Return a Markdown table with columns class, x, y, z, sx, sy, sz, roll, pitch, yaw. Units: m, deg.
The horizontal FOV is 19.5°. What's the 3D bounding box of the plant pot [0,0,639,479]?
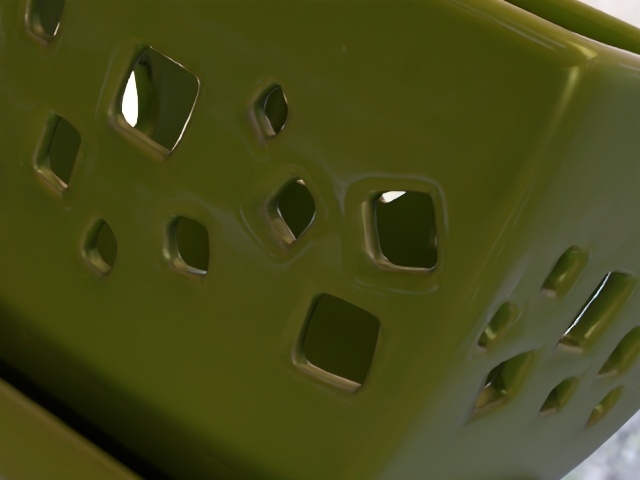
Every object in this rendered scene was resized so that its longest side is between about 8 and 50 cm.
| class | x | y | z | sx | sy | sz | roll | pitch | yaw |
| --- | --- | --- | --- | --- | --- | --- | --- | --- | --- |
| plant pot | 0.000 | 0.000 | 0.612 | 0.228 | 0.227 | 0.207 | 5 | -68 | -59 |
